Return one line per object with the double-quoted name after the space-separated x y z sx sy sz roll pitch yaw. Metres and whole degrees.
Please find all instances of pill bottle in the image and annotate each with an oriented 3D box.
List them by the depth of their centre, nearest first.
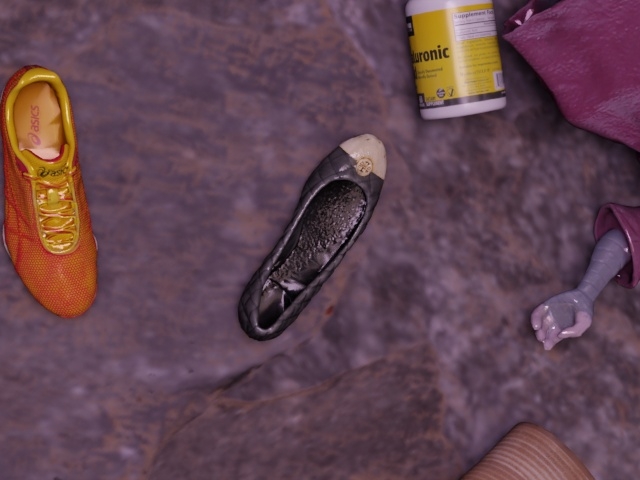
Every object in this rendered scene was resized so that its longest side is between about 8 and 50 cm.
0.097 -0.149 0.955 0.065 0.065 0.116 -10 96 -14 "pill bottle"

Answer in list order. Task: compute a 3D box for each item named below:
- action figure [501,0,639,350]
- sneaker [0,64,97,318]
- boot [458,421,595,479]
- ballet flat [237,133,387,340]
0.279 -0.074 0.984 0.370 0.248 0.276 63 35 -23 "action figure"
-0.188 -0.031 0.888 0.064 0.067 0.175 -13 99 -15 "sneaker"
0.176 0.301 0.960 0.283 0.109 0.220 47 65 -8 "boot"
0.000 0.000 0.948 0.057 0.049 0.173 32 85 -16 "ballet flat"
